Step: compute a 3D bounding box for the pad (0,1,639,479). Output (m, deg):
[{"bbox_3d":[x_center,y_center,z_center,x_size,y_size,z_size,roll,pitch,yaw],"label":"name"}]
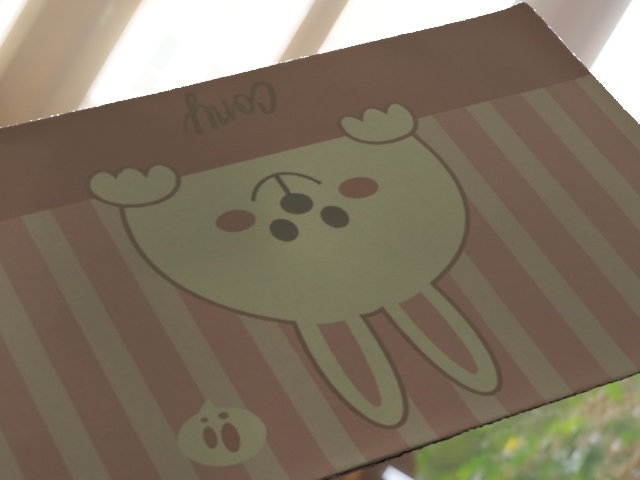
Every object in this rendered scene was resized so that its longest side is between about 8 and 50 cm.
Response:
[{"bbox_3d":[0.000,0.000,0.637,0.300,0.005,0.202,-15,47,-23],"label":"pad"}]
